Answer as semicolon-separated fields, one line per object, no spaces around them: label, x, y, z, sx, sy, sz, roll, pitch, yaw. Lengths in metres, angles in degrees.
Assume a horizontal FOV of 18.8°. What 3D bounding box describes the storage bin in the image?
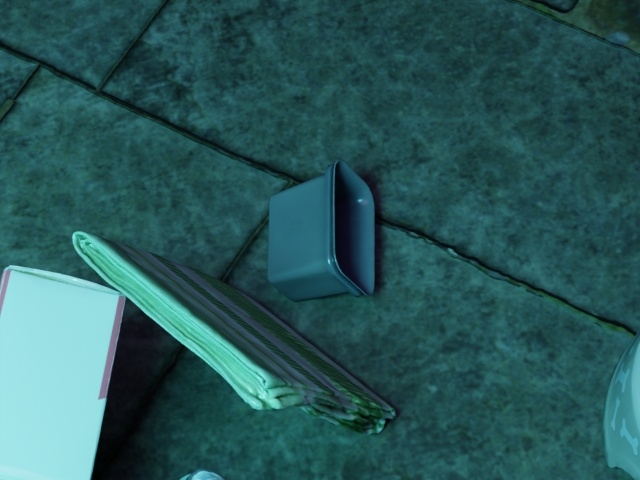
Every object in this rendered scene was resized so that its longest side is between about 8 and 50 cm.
storage bin;0.000;0.000;1.996;0.091;0.098;0.135;-15;56;26

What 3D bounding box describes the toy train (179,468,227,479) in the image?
toy train;-0.153;0.340;1.663;0.142;0.334;0.190;-7;56;-49

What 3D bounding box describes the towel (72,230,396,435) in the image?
towel;-0.074;0.094;1.816;0.248;0.325;0.038;38;96;22

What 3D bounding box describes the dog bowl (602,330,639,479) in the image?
dog bowl;0.447;0.168;1.860;0.348;0.102;0.349;-1;58;1

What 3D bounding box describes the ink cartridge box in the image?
ink cartridge box;-0.271;0.183;1.773;0.117;0.283;0.207;13;59;-9
